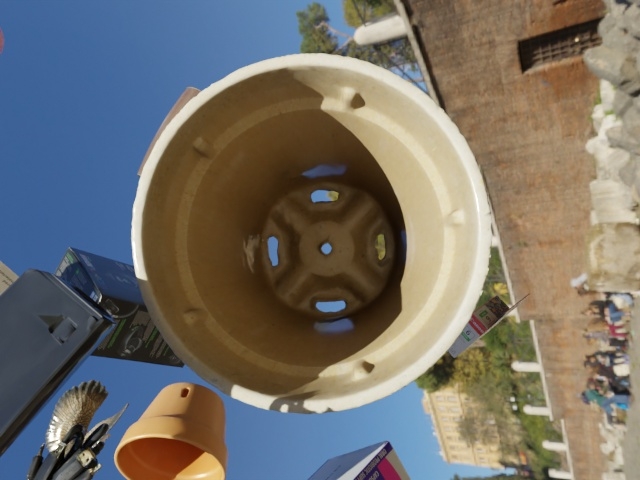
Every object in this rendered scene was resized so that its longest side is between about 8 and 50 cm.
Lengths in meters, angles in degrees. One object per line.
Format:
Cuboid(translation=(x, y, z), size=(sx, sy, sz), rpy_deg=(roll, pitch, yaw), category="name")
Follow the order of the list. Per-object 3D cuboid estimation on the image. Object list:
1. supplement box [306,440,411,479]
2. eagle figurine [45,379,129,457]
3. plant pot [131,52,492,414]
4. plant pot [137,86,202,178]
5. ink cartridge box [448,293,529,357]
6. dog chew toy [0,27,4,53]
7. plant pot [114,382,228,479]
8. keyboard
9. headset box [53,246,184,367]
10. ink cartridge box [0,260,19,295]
Cuboid(translation=(0.067, 0.356, 0.505), size=(0.111, 0.114, 0.220), rpy_deg=(-17, -106, -53), category="supplement box")
Cuboid(translation=(-0.717, 0.606, 1.414), size=(0.225, 0.226, 0.298), rpy_deg=(-129, 52, -77), category="eagle figurine")
Cuboid(translation=(0.000, 0.000, 0.577), size=(0.305, 0.333, 0.334), rpy_deg=(40, -134, -83), category="plant pot")
Cuboid(translation=(-0.314, -0.203, 1.117), size=(0.230, 0.215, 0.215), rpy_deg=(-52, -42, -13), category="plant pot")
Cuboid(translation=(0.209, 0.101, 0.599), size=(0.063, 0.115, 0.029), rpy_deg=(-21, -119, -38), category="ink cartridge box")
Cuboid(translation=(-0.772, -0.343, 0.933), size=(0.206, 0.332, 0.206), rpy_deg=(43, -174, -5), category="dog chew toy")
Cuboid(translation=(-0.383, 0.538, 1.293), size=(0.203, 0.291, 0.291), rpy_deg=(-84, -25, -57), category="plant pot")
Cuboid(translation=(-0.266, 0.175, 0.328), size=(0.317, 0.201, 0.033), rpy_deg=(-53, -32, -18), category="keyboard")
Cuboid(translation=(-0.430, 0.156, 1.061), size=(0.283, 0.246, 0.131), rpy_deg=(27, -87, -46), category="headset box")
Cuboid(translation=(-0.512, 0.174, 0.594), size=(0.115, 0.198, 0.273), rpy_deg=(46, -143, -11), category="ink cartridge box")
